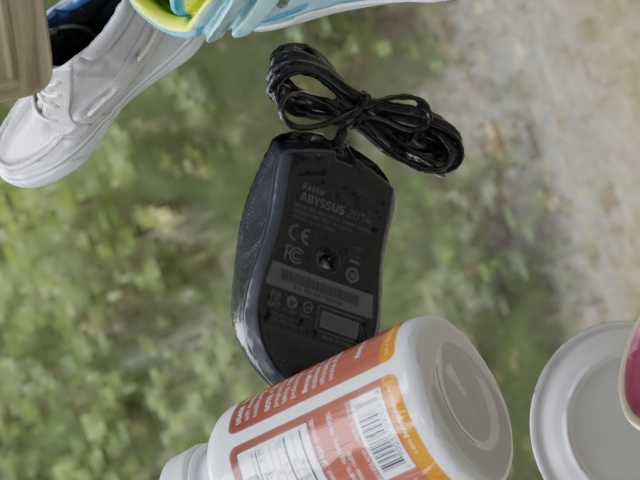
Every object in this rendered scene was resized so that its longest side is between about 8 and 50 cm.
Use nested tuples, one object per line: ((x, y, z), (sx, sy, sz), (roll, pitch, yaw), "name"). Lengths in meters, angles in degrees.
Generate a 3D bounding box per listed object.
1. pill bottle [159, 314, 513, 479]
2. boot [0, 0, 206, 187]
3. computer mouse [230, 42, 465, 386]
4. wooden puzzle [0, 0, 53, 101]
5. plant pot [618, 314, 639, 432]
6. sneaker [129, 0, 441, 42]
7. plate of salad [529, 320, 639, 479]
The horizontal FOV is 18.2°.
((0.006, 0.142, 1.294), (0.121, 0.216, 0.121), (43, -148, -36), "pill bottle")
((-0.221, -0.143, 1.705), (0.123, 0.258, 0.095), (11, -136, -55), "boot")
((0.000, 0.000, 1.563), (0.072, 0.188, 0.272), (-19, 51, 57), "computer mouse")
((-0.320, -0.185, 1.456), (0.044, 0.239, 0.221), (-129, 29, -48), "wooden puzzle")
((0.314, 0.106, 1.368), (0.180, 0.201, 0.201), (26, -167, -22), "plant pot")
((0.002, -0.211, 1.386), (0.208, 0.319, 0.127), (-17, -90, -58), "sneaker")
((0.282, 0.173, 1.834), (0.199, 0.200, 0.048), (69, 161, 5), "plate of salad")
